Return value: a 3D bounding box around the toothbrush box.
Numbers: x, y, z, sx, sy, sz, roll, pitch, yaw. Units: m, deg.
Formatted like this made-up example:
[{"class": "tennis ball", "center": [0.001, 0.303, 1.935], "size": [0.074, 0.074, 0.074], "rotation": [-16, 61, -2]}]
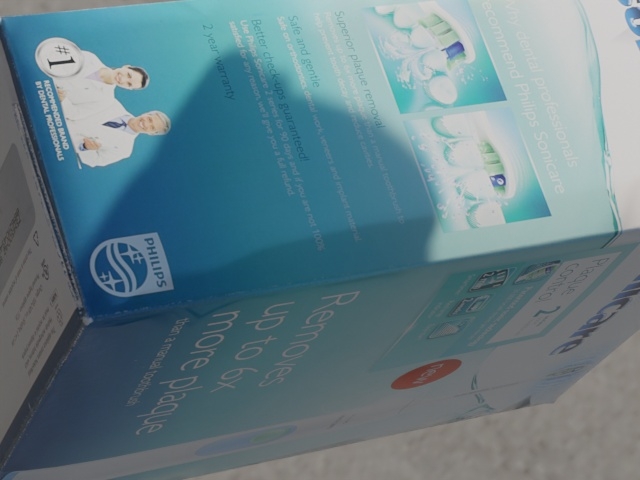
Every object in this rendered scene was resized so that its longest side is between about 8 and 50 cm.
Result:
[{"class": "toothbrush box", "center": [0.000, 0.000, 0.786], "size": [0.295, 0.216, 0.126], "rotation": [-9, 68, -27]}]
